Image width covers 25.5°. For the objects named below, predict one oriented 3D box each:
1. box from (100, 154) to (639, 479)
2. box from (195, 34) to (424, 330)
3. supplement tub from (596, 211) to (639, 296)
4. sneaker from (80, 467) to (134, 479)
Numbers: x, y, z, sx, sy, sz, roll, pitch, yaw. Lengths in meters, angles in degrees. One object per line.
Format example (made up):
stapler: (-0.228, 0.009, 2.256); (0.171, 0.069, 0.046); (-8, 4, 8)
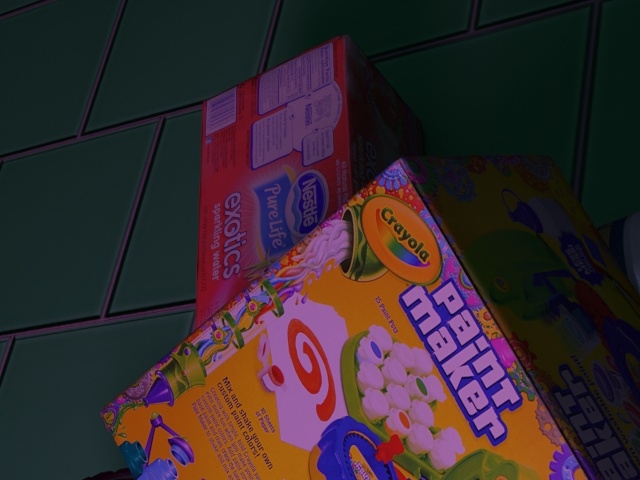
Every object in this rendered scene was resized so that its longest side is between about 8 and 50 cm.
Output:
box: (0.069, 0.145, 0.831); (0.279, 0.177, 0.290); (-40, 70, 32)
box: (0.000, 0.000, 1.159); (0.154, 0.142, 0.300); (-24, 47, 24)
supplement tub: (0.165, 0.075, 0.963); (0.200, 0.144, 0.144); (-21, 48, 25)
sneaker: (-0.086, 0.229, 1.096); (0.252, 0.103, 0.111); (-10, 91, 18)
